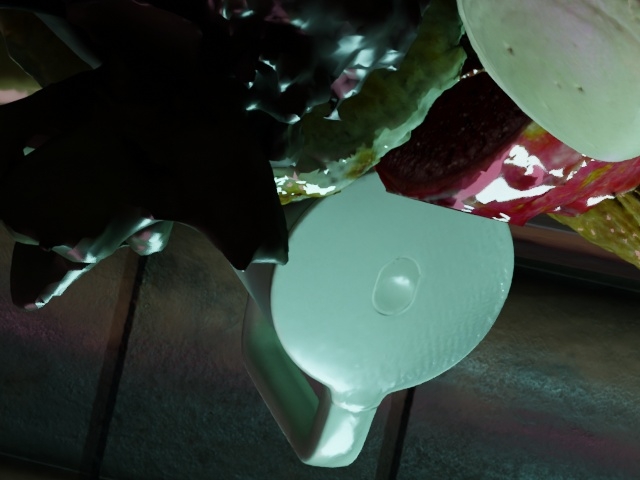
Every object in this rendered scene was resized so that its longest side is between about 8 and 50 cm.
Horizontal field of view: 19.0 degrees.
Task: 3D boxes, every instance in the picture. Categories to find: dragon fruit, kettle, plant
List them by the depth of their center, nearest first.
[{"bbox_3d":[-0.069,-0.118,0.834,0.213,0.312,0.215,12,173,-40],"label":"plant"},{"bbox_3d":[0.122,-0.081,1.257,0.163,0.189,0.261,57,164,-27],"label":"dragon fruit"},{"bbox_3d":[-0.008,-0.011,1.546,0.205,0.265,0.318,41,-174,-32],"label":"kettle"}]

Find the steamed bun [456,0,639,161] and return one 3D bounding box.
[{"bbox_3d":[0.144,-0.143,0.939,0.152,0.170,0.238,36,171,-3],"label":"steamed bun"}]

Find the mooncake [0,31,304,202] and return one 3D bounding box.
[{"bbox_3d":[-0.166,-0.137,1.294,0.393,0.246,0.394,1,173,35],"label":"mooncake"}]

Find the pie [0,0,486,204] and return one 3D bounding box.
[{"bbox_3d":[-0.052,-0.133,1.022,0.274,0.257,0.105,33,141,11],"label":"pie"}]

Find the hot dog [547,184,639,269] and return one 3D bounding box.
[{"bbox_3d":[0.243,-0.050,1.491,0.272,0.122,0.196,35,-153,18],"label":"hot dog"}]
